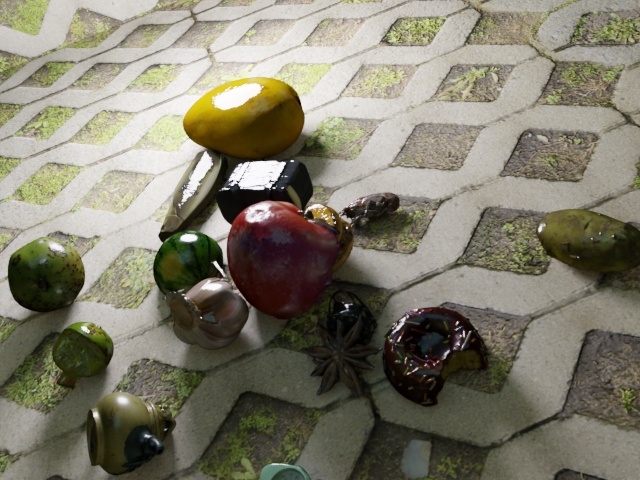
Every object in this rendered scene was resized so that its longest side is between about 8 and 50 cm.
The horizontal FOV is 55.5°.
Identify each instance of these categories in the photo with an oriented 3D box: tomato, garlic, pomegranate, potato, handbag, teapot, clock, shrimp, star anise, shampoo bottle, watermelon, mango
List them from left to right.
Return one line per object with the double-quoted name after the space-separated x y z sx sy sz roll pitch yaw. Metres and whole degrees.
-0.784 0.095 1.752 0.214 0.214 0.248 -30 12 -10 "pomegranate"
-0.606 0.288 1.551 0.122 0.143 0.169 -125 58 -76 "pomegranate"
-0.419 0.417 1.355 0.182 0.173 0.269 -1 8 -31 "teapot"
-0.380 0.047 1.691 0.204 0.127 0.232 -26 40 -2 "watermelon"
-0.402 -0.136 1.898 0.125 0.084 0.350 6 51 21 "shampoo bottle"
-0.295 0.142 1.504 0.207 0.207 0.257 -17 62 3 "garlic"
-0.257 -0.400 1.998 0.445 0.232 0.300 3 53 31 "mango"
-0.158 -0.120 1.735 0.254 0.181 0.181 3 43 23 "handbag"
-0.126 0.047 1.483 0.335 0.176 0.290 33 106 43 "tomato"
-0.059 0.503 1.215 0.135 0.041 0.101 -3 47 15 "clock"
0.054 0.261 1.367 0.182 0.065 0.195 -29 60 16 "star anise"
0.066 0.166 1.418 0.115 0.139 0.072 7 39 27 "handbag"
0.126 -0.086 1.686 0.190 0.075 0.073 -12 65 0 "shrimp"
0.619 0.000 1.410 0.251 0.113 0.149 11 60 38 "potato"

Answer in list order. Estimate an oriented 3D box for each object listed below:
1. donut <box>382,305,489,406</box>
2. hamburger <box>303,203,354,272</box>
0.242 0.234 1.325 0.230 0.096 0.216 -25 46 -5 "donut"
0.006 0.002 1.583 0.191 0.118 0.182 -20 58 35 "hamburger"
